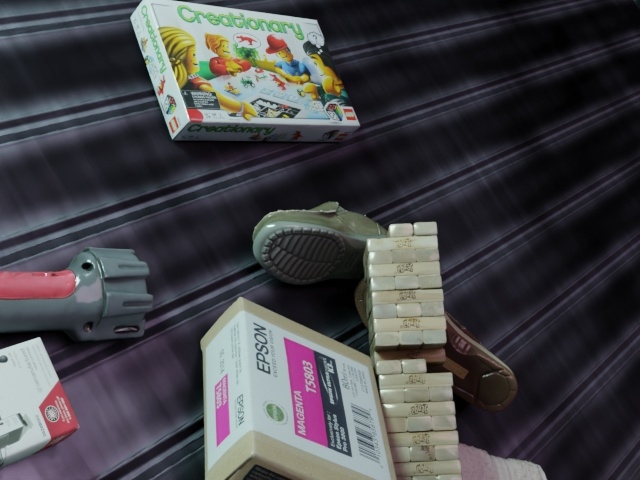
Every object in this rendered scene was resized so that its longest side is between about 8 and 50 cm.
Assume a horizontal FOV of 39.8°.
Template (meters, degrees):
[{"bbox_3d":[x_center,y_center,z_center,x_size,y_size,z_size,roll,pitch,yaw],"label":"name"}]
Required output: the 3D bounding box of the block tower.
[{"bbox_3d":[0.109,0.153,1.080,0.091,0.097,0.335,-3,72,-1],"label":"block tower"}]

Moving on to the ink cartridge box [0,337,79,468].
[{"bbox_3d":[-0.306,0.159,0.807,0.135,0.056,0.099,-18,77,-46],"label":"ink cartridge box"}]

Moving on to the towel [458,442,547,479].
[{"bbox_3d":[0.227,0.401,1.115,0.187,0.049,0.282,22,51,-30],"label":"towel"}]

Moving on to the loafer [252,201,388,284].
[{"bbox_3d":[0.000,0.000,1.163,0.251,0.094,0.087,9,33,-47],"label":"loafer"}]

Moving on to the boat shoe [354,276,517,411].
[{"bbox_3d":[0.151,0.136,1.209,0.257,0.095,0.095,42,9,-2],"label":"boat shoe"}]

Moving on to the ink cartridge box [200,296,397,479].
[{"bbox_3d":[-0.025,0.195,0.952,0.193,0.088,0.234,28,28,-26],"label":"ink cartridge box"}]

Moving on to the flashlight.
[{"bbox_3d":[-0.312,0.041,0.850,0.304,0.103,0.103,0,36,-42],"label":"flashlight"}]

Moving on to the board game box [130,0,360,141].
[{"bbox_3d":[-0.098,-0.232,1.239,0.305,0.053,0.193,-6,67,-42],"label":"board game box"}]
